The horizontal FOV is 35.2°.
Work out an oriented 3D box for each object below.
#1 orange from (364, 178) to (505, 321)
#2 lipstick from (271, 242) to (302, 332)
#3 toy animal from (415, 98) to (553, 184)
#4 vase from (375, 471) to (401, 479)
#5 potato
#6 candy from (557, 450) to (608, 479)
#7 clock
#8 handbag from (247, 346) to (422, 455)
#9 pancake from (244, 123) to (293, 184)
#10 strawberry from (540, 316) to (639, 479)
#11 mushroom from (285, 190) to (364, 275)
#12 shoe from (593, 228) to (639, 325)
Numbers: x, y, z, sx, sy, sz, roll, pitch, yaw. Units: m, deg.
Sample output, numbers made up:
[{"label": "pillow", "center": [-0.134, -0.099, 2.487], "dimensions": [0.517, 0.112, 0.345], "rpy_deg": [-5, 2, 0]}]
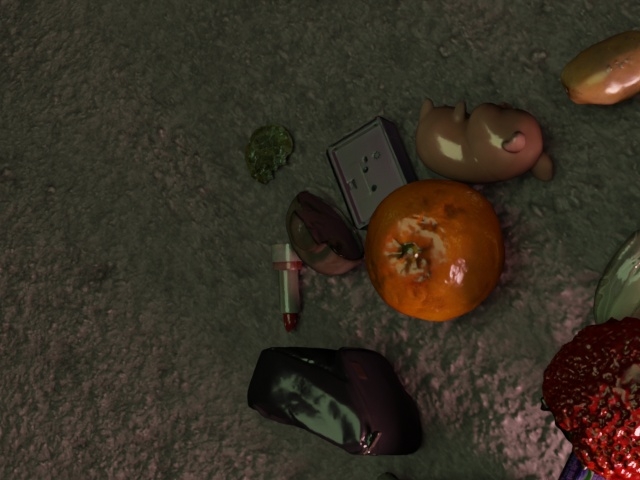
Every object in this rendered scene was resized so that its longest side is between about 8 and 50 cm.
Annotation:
[{"label": "orange", "center": [0.206, 0.017, 1.836], "dimensions": [0.261, 0.261, 0.261], "rpy_deg": [-3, 83, 32]}, {"label": "lipstick", "center": [-0.066, 0.099, 2.106], "dimensions": [0.063, 0.057, 0.186], "rpy_deg": [-3, 89, 32]}, {"label": "toy animal", "center": [0.289, -0.179, 1.846], "dimensions": [0.250, 0.166, 0.154], "rpy_deg": [7, 95, 40]}, {"label": "vase", "center": [0.263, 0.501, 1.805], "dimensions": [0.360, 0.165, 0.165], "rpy_deg": [3, 87, 36]}, {"label": "potato", "center": [0.509, -0.295, 1.749], "dimensions": [0.178, 0.118, 0.109], "rpy_deg": [-26, 107, 14]}, {"label": "candy", "center": [0.436, 0.405, 1.661], "dimensions": [0.088, 0.061, 0.312], "rpy_deg": [27, 66, 14]}, {"label": "clock", "center": [0.109, -0.132, 2.003], "dimensions": [0.144, 0.073, 0.193], "rpy_deg": [-29, 71, 27]}, {"label": "handbag", "center": [0.053, 0.285, 1.873], "dimensions": [0.275, 0.302, 0.178], "rpy_deg": [12, 85, 30]}, {"label": "pancake", "center": [-0.115, -0.192, 2.180], "dimensions": [0.129, 0.022, 0.116], "rpy_deg": [-40, 64, 23]}, {"label": "strawberry", "center": [0.484, 0.239, 1.575], "dimensions": [0.261, 0.258, 0.261], "rpy_deg": [-3, 70, 8]}, {"label": "mushroom", "center": [0.000, 0.000, 2.028], "dimensions": [0.188, 0.141, 0.117], "rpy_deg": [51, 133, 28]}, {"label": "shoe", "center": [0.603, 0.050, 1.642], "dimensions": [0.210, 0.132, 0.342], "rpy_deg": [42, 106, 28]}]
